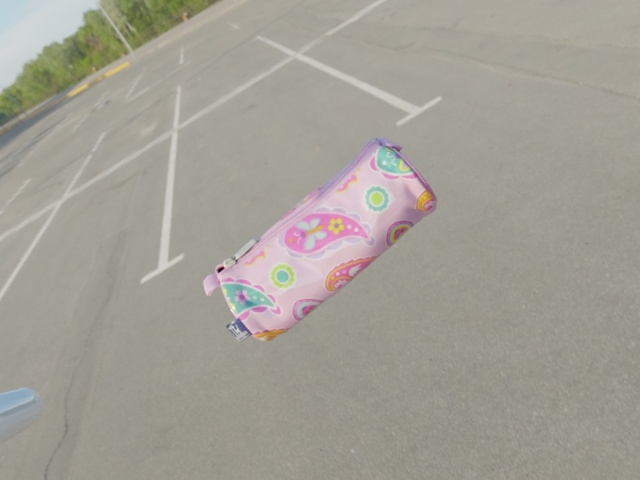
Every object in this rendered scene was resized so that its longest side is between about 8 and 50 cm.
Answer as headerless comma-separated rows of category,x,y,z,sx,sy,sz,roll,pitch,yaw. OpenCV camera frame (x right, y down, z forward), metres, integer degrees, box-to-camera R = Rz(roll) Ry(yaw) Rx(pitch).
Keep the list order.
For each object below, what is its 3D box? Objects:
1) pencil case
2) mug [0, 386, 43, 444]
pencil case,0.000,0.000,0.615,0.284,0.124,0.124,-38,27,6
mug,-0.382,0.211,0.621,0.078,0.062,0.064,-17,1,36
